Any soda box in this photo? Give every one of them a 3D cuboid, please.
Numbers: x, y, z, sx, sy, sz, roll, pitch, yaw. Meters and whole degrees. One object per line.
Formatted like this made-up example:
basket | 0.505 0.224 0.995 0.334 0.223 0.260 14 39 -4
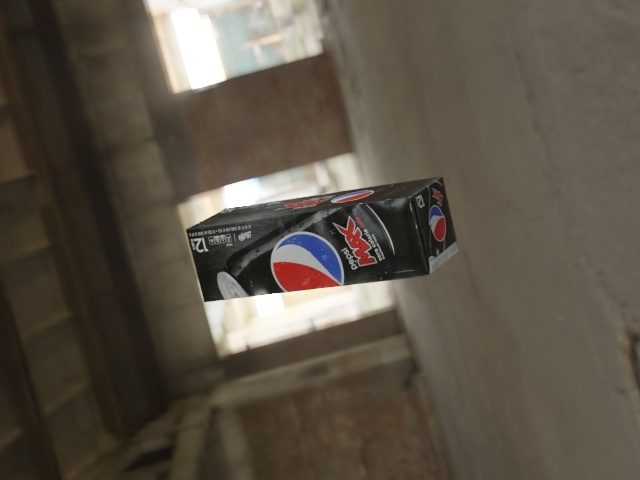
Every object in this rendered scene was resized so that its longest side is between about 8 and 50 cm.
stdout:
soda box | 0.000 0.000 0.973 0.060 0.169 0.053 -33 -68 -59
